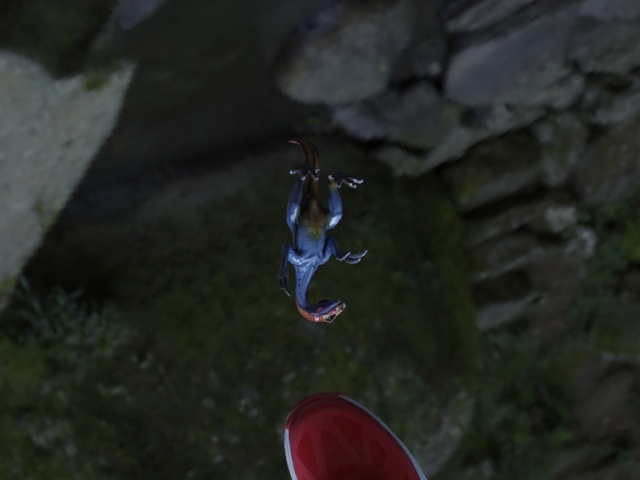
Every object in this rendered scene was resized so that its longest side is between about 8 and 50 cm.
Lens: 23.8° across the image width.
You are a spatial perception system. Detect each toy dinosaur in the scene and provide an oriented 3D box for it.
[{"bbox_3d":[0.000,0.000,0.835,0.047,0.082,0.090,7,-152,-6],"label":"toy dinosaur"}]

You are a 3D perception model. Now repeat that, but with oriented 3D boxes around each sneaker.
[{"bbox_3d":[0.049,0.200,0.988,0.087,0.221,0.128,-32,180,-3],"label":"sneaker"}]
